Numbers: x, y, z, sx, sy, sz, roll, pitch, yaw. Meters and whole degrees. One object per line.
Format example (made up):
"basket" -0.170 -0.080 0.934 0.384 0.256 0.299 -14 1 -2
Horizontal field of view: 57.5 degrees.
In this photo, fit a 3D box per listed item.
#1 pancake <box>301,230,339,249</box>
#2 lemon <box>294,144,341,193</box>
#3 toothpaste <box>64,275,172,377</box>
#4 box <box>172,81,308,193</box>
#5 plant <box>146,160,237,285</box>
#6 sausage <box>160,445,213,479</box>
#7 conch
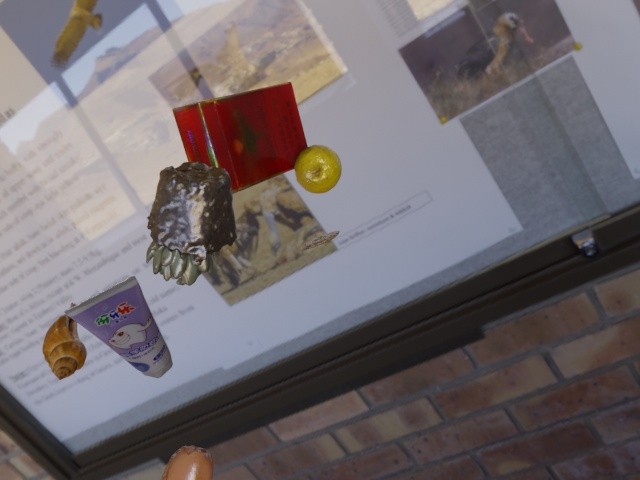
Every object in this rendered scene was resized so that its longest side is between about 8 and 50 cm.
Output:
"pancake" -0.001 -0.001 1.503 0.115 0.011 0.115 -21 7 3
"lemon" -0.006 -0.160 1.317 0.109 0.109 0.133 -38 -1 -5
"toothpaste" -0.366 0.175 1.125 0.125 0.080 0.371 -27 -28 -14
"box" -0.162 -0.227 1.295 0.089 0.197 0.313 -3 17 36
"plant" -0.211 -0.027 0.966 0.129 0.194 0.132 21 25 17
"sausage" -0.241 0.471 0.923 0.086 0.086 0.289 -7 64 57
"conch" -0.636 0.244 1.444 0.093 0.109 0.330 -35 32 -7
